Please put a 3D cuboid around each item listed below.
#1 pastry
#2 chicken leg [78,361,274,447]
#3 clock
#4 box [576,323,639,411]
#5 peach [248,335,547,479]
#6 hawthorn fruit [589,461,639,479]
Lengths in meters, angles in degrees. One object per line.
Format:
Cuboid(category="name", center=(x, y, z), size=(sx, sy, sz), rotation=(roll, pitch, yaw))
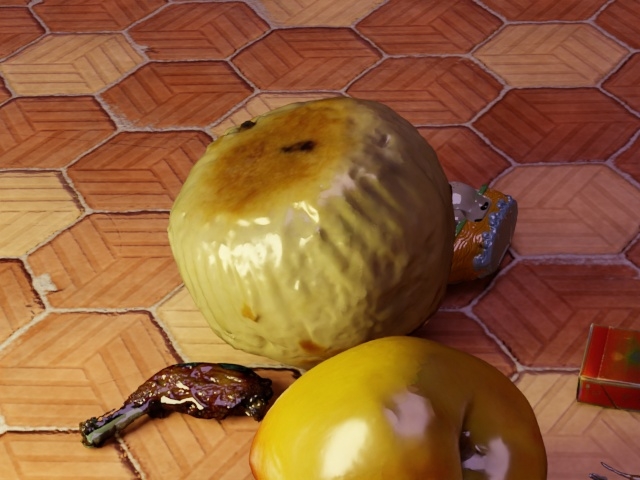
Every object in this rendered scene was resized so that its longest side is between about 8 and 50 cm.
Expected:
Cuboid(category="pastry", center=(0.000, 0.000, 1.833), size=(0.388, 0.312, 0.388), rotation=(-21, 32, 14))
Cuboid(category="chicken leg", center=(-0.186, 0.207, 1.794), size=(0.253, 0.051, 0.106), rotation=(-13, 41, -7))
Cuboid(category="clock", center=(0.194, -0.012, 2.013), size=(0.144, 0.103, 0.231), rotation=(9, 35, 21))
Cuboid(category="box", center=(0.418, 0.168, 1.775), size=(0.175, 0.048, 0.112), rotation=(8, 39, 17))
Cuboid(category="peach", center=(0.084, 0.245, 1.529), size=(0.289, 0.289, 0.308), rotation=(-38, 8, -38))
Cuboid(category="hawthorn fruit", center=(0.432, 0.281, 1.487), size=(0.299, 0.211, 0.211), rotation=(4, 35, 25))
